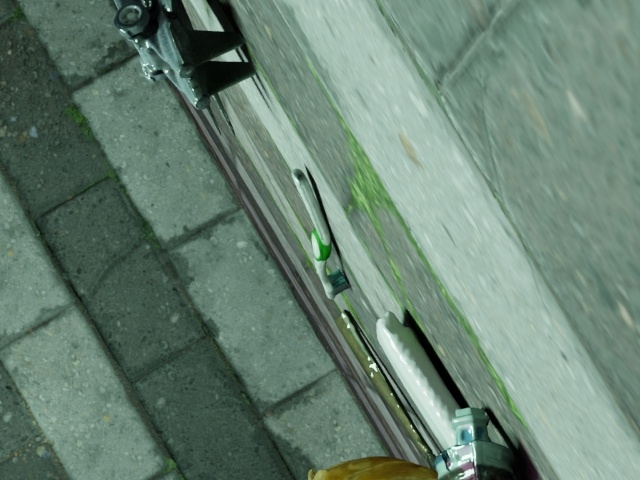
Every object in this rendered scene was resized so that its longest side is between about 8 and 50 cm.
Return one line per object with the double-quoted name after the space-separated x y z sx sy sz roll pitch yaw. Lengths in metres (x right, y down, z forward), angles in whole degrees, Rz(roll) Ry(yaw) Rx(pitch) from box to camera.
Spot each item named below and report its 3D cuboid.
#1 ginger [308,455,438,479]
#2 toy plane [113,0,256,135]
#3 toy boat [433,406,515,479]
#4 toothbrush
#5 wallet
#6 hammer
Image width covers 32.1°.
0.130 0.318 0.919 0.357 0.152 0.274 48 158 3 "ginger"
-0.157 -0.228 1.024 0.267 0.088 0.212 57 174 30 "toy plane"
0.113 0.158 0.821 0.140 0.059 0.066 69 -164 -73 "toy boat"
-0.002 0.001 1.175 0.030 0.030 0.304 57 175 24 "toothbrush"
0.103 0.145 0.957 0.183 0.032 0.124 57 175 12 "wallet"
0.093 0.202 1.446 0.297 0.027 0.125 56 169 35 "hammer"
